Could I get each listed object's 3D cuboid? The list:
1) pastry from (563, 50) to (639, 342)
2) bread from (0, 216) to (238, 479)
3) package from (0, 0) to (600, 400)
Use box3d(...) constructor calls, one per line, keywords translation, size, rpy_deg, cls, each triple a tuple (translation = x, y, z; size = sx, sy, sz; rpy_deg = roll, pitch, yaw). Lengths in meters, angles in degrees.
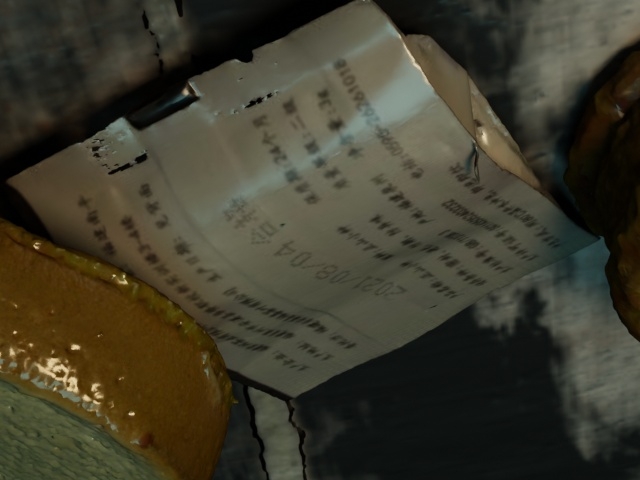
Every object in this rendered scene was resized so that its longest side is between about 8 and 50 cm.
box3d(translation=(0.211, -0.021, 0.855), size=(0.188, 0.103, 0.189), rpy_deg=(-5, 140, -4), cls="pastry")
box3d(translation=(-0.150, 0.064, 0.856), size=(0.236, 0.070, 0.236), rpy_deg=(15, 152, 8), cls="bread")
box3d(translation=(0.000, 0.000, 0.877), size=(0.203, 0.062, 0.251), rpy_deg=(-25, 142, 21), cls="package")
